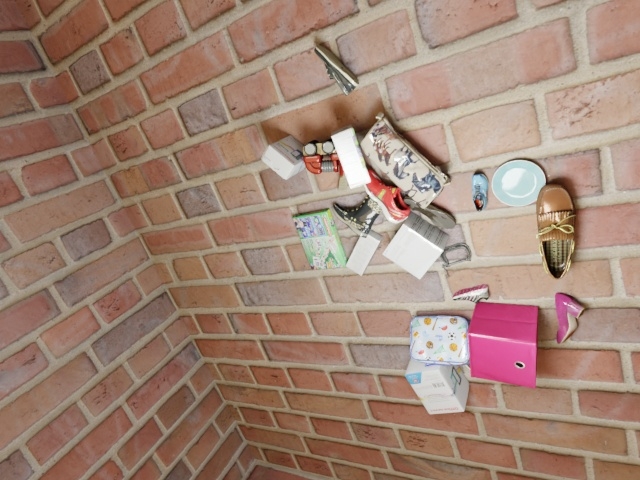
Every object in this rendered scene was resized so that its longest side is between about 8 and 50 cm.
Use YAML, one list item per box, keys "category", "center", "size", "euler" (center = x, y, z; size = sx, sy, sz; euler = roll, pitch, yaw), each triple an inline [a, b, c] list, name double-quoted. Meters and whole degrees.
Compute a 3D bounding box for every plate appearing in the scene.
- category: "plate"
  center: [0.765, -0.223, 1.561]
  size: [0.188, 0.024, 0.188]
  euler: [13, 121, 22]

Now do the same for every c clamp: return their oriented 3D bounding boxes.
- category: "c clamp"
  center: [0.612, 0.083, 1.824]
  size: [0.161, 0.022, 0.137]
  euler: [-30, 94, 39]

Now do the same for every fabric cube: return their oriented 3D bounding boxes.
- category: "fabric cube"
  center: [0.805, 0.446, 1.767]
  size: [0.259, 0.259, 0.253]
  euler: [2, 118, 29]

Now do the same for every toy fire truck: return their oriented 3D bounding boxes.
- category: "toy fire truck"
  center: [0.046, -0.332, 1.818]
  size: [0.217, 0.158, 0.246]
  euler: [-3, 109, 10]

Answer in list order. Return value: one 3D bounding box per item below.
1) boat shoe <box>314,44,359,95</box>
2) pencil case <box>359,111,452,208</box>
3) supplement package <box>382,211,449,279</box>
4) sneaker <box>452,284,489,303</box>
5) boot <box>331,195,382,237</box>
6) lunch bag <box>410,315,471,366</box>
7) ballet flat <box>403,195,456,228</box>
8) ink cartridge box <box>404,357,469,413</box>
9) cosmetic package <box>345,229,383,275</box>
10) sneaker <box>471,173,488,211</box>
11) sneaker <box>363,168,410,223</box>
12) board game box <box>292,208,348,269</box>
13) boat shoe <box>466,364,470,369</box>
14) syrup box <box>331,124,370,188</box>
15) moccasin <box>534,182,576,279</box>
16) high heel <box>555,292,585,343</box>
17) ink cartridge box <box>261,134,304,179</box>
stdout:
- category: "boat shoe"
  center: [0.052, -0.700, 1.653]
  size: [0.233, 0.084, 0.079]
  euler: [46, 128, -5]
- category: "pencil case"
  center: [0.341, -0.329, 1.651]
  size: [0.410, 0.160, 0.183]
  euler: [44, 131, 0]
- category: "supplement package"
  center: [0.427, 0.021, 1.807]
  size: [0.203, 0.149, 0.194]
  euler: [35, 128, 8]
- category: "sneaker"
  center: [0.692, 0.260, 1.848]
  size: [0.171, 0.063, 0.074]
  euler: [-22, 98, 31]
- category: "boot"
  center: [0.177, -0.146, 1.902]
  size: [0.236, 0.085, 0.178]
  euler: [45, 111, 27]
- category: "lunch bag"
  center: [0.576, 0.485, 1.943]
  size: [0.304, 0.115, 0.242]
  euler: [-7, 73, 34]
- category: "ballet flat"
  center: [0.478, -0.130, 1.760]
  size: [0.250, 0.058, 0.084]
  euler: [28, 139, 9]
- category: "ink cartridge box"
  center: [0.603, 0.716, 2.070]
  size: [0.198, 0.197, 0.269]
  euler: [-24, 103, 36]
- category: "cosmetic package"
  center: [0.217, 0.057, 2.001]
  size: [0.099, 0.060, 0.238]
  euler: [34, 127, 13]
- category: "sneaker"
  center: [0.641, -0.190, 1.617]
  size: [0.064, 0.073, 0.161]
  euler: [-4, 114, 31]
- category: "sneaker"
  center: [0.295, -0.210, 1.757]
  size: [0.279, 0.107, 0.118]
  euler: [52, 140, 5]
- category: "board game box"
  center: [0.000, 0.000, 2.101]
  size: [0.214, 0.046, 0.317]
  euler: [-7, 112, 31]
- category: "boat shoe"
  center: [0.729, 0.553, 1.982]
  size: [0.227, 0.081, 0.069]
  euler: [52, 132, -3]
- category: "syrup box"
  center: [0.127, -0.345, 1.669]
  size: [0.097, 0.093, 0.236]
  euler: [-20, 112, 10]
- category: "moccasin"
  center: [0.884, -0.030, 1.522]
  size: [0.139, 0.147, 0.379]
  euler: [2, 117, 24]
- category: "high heel"
  center: [1.024, 0.335, 1.716]
  size: [0.117, 0.082, 0.243]
  euler: [43, 153, 43]
- category: "ink cartridge box"
  center: [-0.147, -0.386, 1.859]
  size: [0.154, 0.212, 0.093]
  euler: [40, 128, 5]
